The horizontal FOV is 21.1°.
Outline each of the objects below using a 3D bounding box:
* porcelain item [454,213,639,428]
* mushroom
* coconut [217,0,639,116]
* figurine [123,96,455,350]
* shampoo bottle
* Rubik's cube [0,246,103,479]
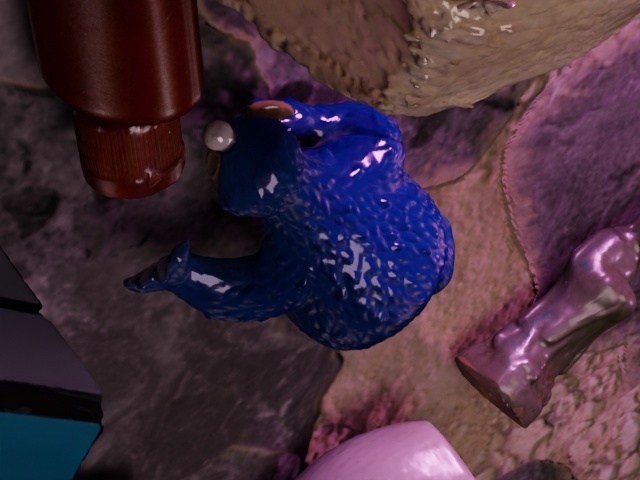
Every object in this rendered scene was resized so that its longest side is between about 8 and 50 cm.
[{"bbox_3d":[0.206,0.047,1.339,0.216,0.069,0.081,-45,135,-6],"label":"porcelain item"},{"bbox_3d":[-0.014,0.254,1.287,0.329,0.122,0.159,-30,129,-14],"label":"mushroom"},{"bbox_3d":[0.080,-0.226,0.833,0.255,0.297,0.297,-22,136,-37],"label":"coconut"},{"bbox_3d":[0.007,-0.005,1.073,0.262,0.121,0.164,18,102,-56],"label":"figurine"},{"bbox_3d":[-0.111,-0.137,0.894,0.064,0.102,0.260,-50,149,-40],"label":"shampoo bottle"},{"bbox_3d":[-0.249,0.096,0.918,0.167,0.180,0.183,13,117,-43],"label":"Rubik's cube"}]
